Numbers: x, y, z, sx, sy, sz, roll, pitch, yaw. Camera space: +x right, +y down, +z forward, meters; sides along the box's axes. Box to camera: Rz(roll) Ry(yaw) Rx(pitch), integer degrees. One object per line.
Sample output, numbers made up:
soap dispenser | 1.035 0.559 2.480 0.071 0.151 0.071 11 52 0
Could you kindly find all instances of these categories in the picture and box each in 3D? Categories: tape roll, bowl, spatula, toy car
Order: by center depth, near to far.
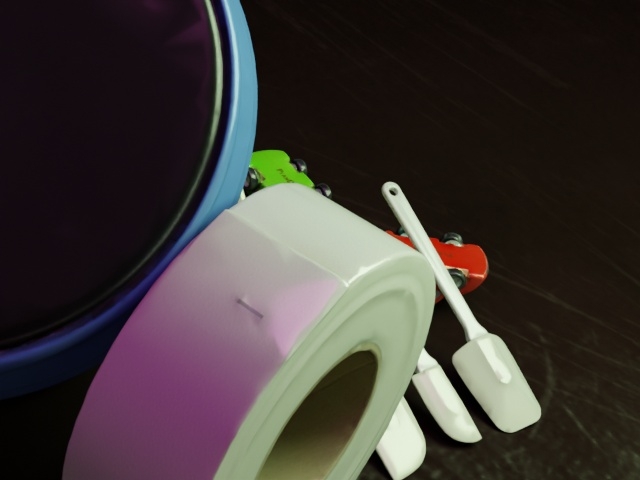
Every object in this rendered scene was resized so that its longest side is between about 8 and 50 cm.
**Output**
bowl | -0.233 -0.096 0.973 0.391 0.077 0.391 1 80 -5
tape roll | -0.041 0.107 1.028 0.100 0.286 0.286 32 40 21
spatula | 0.066 0.066 1.279 0.168 0.019 0.242 -19 69 -30
toy car | 0.000 0.000 1.379 0.239 0.053 0.225 -12 43 -32

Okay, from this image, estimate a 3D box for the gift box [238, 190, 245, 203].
gift box | -0.178 -0.044 1.131 0.276 0.255 0.258 -15 84 -13
